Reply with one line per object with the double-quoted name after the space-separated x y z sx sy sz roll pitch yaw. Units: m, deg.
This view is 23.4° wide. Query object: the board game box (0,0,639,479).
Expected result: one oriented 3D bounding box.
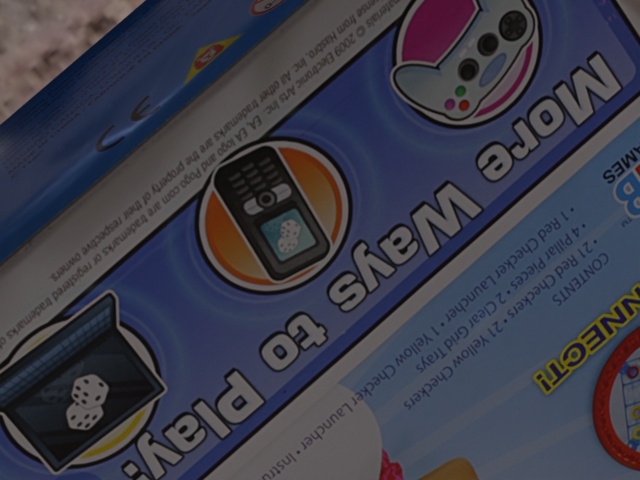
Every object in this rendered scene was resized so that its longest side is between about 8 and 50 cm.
0.004 0.099 0.415 0.302 0.308 0.086 51 176 -26 "board game box"
